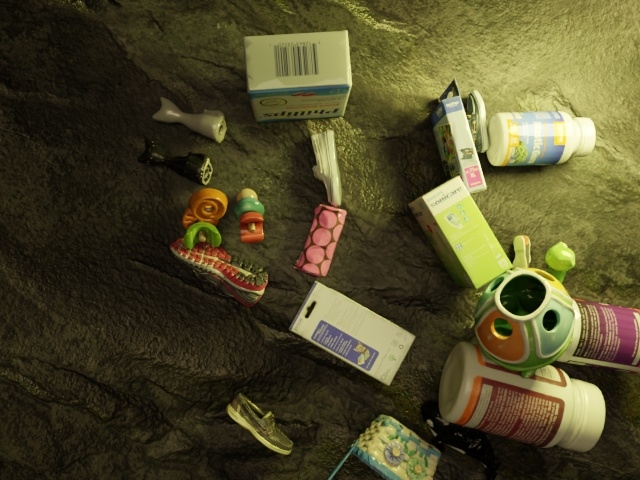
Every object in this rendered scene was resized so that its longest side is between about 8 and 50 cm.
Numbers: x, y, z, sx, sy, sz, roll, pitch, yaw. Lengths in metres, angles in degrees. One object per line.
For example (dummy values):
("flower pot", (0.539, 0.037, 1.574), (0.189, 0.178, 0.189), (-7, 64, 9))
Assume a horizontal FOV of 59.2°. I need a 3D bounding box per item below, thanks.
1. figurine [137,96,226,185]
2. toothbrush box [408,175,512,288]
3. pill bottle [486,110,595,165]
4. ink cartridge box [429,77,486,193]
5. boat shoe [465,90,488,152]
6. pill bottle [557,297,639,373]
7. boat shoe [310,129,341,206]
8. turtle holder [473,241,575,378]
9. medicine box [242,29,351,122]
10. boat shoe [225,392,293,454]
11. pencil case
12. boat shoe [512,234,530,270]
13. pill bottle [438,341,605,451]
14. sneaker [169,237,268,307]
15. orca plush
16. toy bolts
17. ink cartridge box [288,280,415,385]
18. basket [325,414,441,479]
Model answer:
("figurine", (-0.398, -0.291, 1.614), (0.209, 0.092, 0.215), (18, 87, 3))
("toothbrush box", (0.380, -0.018, 1.567), (0.122, 0.206, 0.283), (-30, 90, -2))
("pill bottle", (0.626, -0.291, 1.609), (0.271, 0.152, 0.153), (-2, 88, -1))
("ink cartridge box", (0.375, -0.276, 1.584), (0.065, 0.186, 0.312), (-13, 88, 0))
("boat shoe", (0.435, -0.344, 1.648), (0.083, 0.065, 0.184), (-9, 90, -3))
("pill bottle", (0.757, 0.262, 1.582), (0.322, 0.181, 0.182), (10, 88, -2))
("boat shoe", (0.014, -0.205, 1.633), (0.075, 0.083, 0.227), (-7, 76, 8))
("turtle holder", (0.541, 0.174, 1.425), (0.320, 0.227, 0.244), (-25, 51, 2))
("medicine box", (-0.061, -0.433, 1.523), (0.263, 0.289, 0.149), (-5, 86, -2))
("boat shoe", (-0.164, 0.518, 1.597), (0.223, 0.080, 0.074), (35, 93, 4))
("pencil case", (0.000, 0.000, 1.613), (0.098, 0.095, 0.210), (19, 85, -1))
("boat shoe", (0.593, 0.053, 1.653), (0.043, 0.049, 0.137), (1, 88, -41))
("pill bottle", (0.545, 0.435, 1.550), (0.391, 0.224, 0.224), (16, 88, -1))
("sneaker", (-0.299, 0.089, 1.593), (0.299, 0.121, 0.112), (29, 123, 8))
("orca plush", (0.408, 0.576, 1.601), (0.151, 0.102, 0.287), (-34, 90, -2))
("toy bolts", (-0.267, -0.098, 1.559), (0.228, 0.218, 0.159), (-2, 47, -14))
("ink cartridge box", (0.090, 0.263, 1.621), (0.332, 0.065, 0.166), (30, 88, -2))
("basket", (0.170, 0.643, 1.541), (0.254, 0.201, 0.289), (35, 78, -1))
